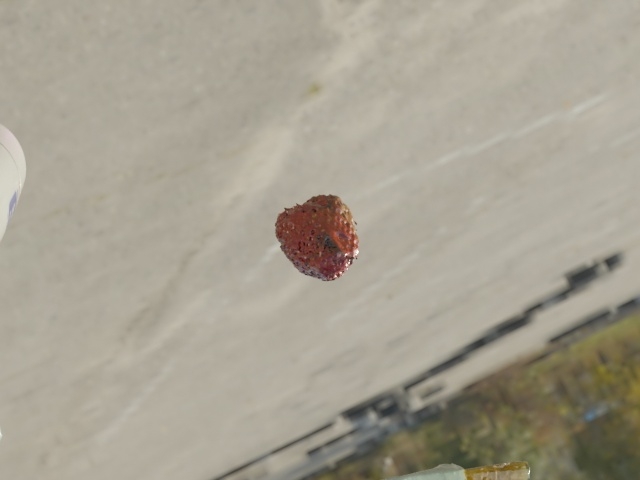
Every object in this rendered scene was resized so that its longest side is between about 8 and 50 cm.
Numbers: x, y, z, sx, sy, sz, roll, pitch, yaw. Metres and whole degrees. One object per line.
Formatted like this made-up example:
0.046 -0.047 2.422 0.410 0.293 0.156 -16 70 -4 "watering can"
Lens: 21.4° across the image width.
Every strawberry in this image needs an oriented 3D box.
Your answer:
0.000 0.000 1.657 0.083 0.083 0.096 -26 -145 2 "strawberry"

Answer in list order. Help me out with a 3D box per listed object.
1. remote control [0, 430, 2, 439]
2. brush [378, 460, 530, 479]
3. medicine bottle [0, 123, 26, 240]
-0.282 0.065 1.248 0.052 0.247 0.104 -12 138 -16 "remote control"
0.007 0.188 1.036 0.337 0.085 0.020 -2 160 -36 "brush"
-0.400 -0.050 1.864 0.130 0.130 0.341 -27 -163 4 "medicine bottle"
